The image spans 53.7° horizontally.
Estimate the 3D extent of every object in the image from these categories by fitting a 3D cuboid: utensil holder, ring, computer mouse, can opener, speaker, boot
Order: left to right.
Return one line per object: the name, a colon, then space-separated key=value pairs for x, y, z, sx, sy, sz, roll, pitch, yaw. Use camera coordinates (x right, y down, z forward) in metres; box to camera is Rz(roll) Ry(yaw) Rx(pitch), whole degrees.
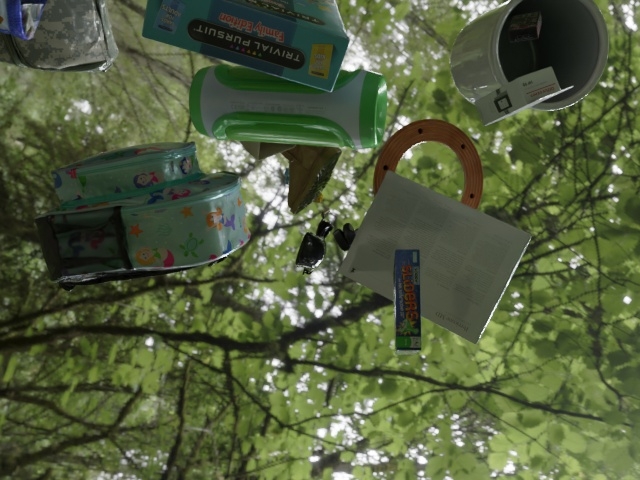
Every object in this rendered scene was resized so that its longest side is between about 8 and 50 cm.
boot: x=-0.090 y=-0.214 z=1.359 sx=0.269 sy=0.089 sz=0.236 roll=45 pitch=-41 yaw=10
speaker: x=-0.050 y=-0.212 z=0.998 sx=0.297 sy=0.131 sz=0.131 roll=6 pitch=-109 yaw=14
computer mouse: x=0.000 y=0.000 z=1.628 sx=0.262 sy=0.060 sz=0.184 roll=72 pitch=38 yaw=-80
can opener: x=0.116 y=0.029 z=1.864 sx=0.073 sy=0.186 sz=0.059 roll=-30 pitch=-166 yaw=33
ring: x=0.290 y=-0.156 z=1.698 sx=0.336 sy=0.337 sz=0.032 roll=-68 pitch=-159 yaw=-3
utensil holder: x=0.582 y=-0.540 z=1.847 sx=0.327 sy=0.328 sz=0.385 roll=-62 pitch=-168 yaw=5

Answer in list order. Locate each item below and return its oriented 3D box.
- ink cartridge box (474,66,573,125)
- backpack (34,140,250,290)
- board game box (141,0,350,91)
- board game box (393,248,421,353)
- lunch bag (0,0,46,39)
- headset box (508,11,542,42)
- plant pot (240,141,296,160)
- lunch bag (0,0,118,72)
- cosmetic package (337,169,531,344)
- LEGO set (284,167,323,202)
ink cartridge box: x=0.424 y=-0.307 z=1.326 sx=0.180 sy=0.104 sz=0.060 roll=-19 pitch=-87 yaw=66
backpack: x=-0.229 y=-0.038 z=0.876 sx=0.225 sy=0.254 sz=0.191 roll=-57 pitch=145 yaw=-74
board game box: x=-0.105 y=-0.348 z=0.929 sx=0.336 sy=0.254 sz=0.079 roll=-97 pitch=-156 yaw=-55
board game box: x=0.125 y=0.097 z=0.929 sx=0.035 sy=0.201 sz=0.136 roll=-1 pitch=-101 yaw=6
lunch bag: x=-0.456 y=-0.458 z=0.706 sx=0.239 sy=0.328 sz=0.385 roll=-111 pitch=-143 yaw=-68
headset box: x=0.460 y=-0.478 z=1.421 sx=0.062 sy=0.032 sz=0.083 roll=-1 pitch=-137 yaw=27
plant pot: x=-0.110 y=-0.233 z=1.209 sx=0.096 sy=0.109 sz=0.109 roll=33 pitch=-49 yaw=28
lunch bag: x=-0.511 y=-0.470 z=1.155 sx=0.305 sy=0.256 sz=0.212 roll=97 pitch=8 yaw=-48
cosmetic package: x=0.272 y=0.037 z=1.536 sx=0.377 sy=0.097 sz=0.284 roll=28 pitch=-89 yaw=18
LEGO set: x=-0.035 y=-0.153 z=1.705 sx=0.093 sy=0.227 sz=0.087 roll=10 pitch=-122 yaw=11
